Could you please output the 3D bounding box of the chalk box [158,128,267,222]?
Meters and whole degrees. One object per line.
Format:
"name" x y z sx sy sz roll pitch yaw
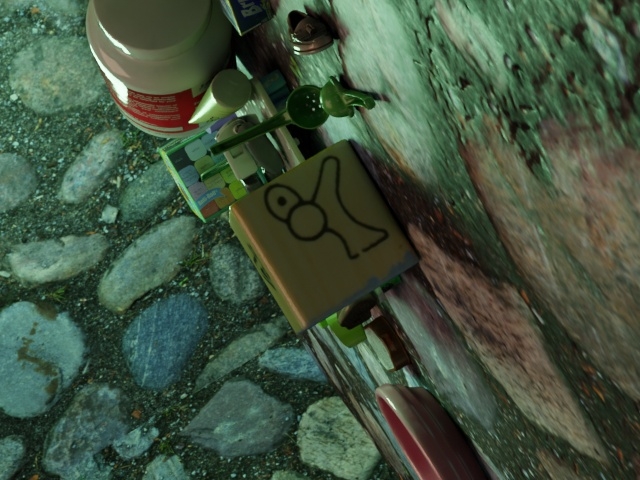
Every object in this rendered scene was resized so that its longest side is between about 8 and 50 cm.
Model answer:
"chalk box" -0.230 -0.163 2.681 0.179 0.180 0.289 61 174 -14

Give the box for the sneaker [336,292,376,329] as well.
"sneaker" 0.041 0.092 1.899 0.071 0.066 0.188 58 172 12

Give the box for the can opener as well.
"can opener" -0.084 -0.086 1.982 0.095 0.076 0.283 52 171 47

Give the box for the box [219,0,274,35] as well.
"box" -0.113 -0.349 1.591 0.059 0.054 0.169 55 172 33

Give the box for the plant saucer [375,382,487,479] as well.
"plant saucer" 0.219 0.397 2.259 0.332 0.084 0.332 57 172 12

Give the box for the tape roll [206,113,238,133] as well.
"tape roll" -0.248 -0.349 2.395 0.275 0.090 0.275 58 174 10

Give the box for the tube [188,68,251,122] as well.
"tube" -0.152 -0.217 1.911 0.070 0.062 0.240 19 174 -11

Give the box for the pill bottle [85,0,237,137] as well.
"pill bottle" -0.251 -0.321 1.964 0.229 0.229 0.408 58 173 7

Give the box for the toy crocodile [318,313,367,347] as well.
"toy crocodile" 0.026 0.119 2.320 0.105 0.115 0.340 60 173 -11

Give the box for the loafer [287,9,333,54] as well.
"loafer" -0.018 -0.243 1.421 0.125 0.045 0.039 -132 20 -70

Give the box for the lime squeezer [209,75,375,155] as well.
"lime squeezer" -0.011 -0.165 1.495 0.310 0.110 0.059 -9 97 50

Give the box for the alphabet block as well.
"alphabet block" 0.000 0.000 1.707 0.197 0.192 0.193 60 171 4

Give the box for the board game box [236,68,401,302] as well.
"board game box" -0.015 -0.086 2.014 0.390 0.050 0.390 59 173 -5

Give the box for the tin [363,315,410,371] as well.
"tin" 0.122 0.196 2.301 0.106 0.040 0.190 63 174 5
